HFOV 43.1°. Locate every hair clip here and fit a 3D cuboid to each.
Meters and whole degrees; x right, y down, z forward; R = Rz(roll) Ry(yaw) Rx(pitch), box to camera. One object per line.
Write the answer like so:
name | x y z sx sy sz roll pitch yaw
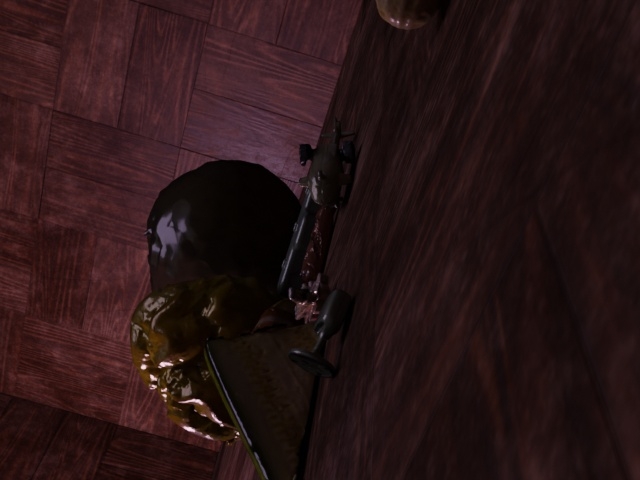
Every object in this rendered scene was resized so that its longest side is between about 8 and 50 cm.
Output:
hair clip | -0.012 0.083 1.132 0.214 0.056 0.062 87 -178 -78

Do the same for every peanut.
peanut | 0.111 -0.312 0.869 0.082 0.082 0.187 155 132 -84

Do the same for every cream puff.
cream puff | -0.195 0.230 1.509 0.324 0.291 0.257 -44 51 43

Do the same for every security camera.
security camera | 0.008 0.097 0.876 0.092 0.058 0.058 -62 -1 -24

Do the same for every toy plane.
toy plane | 0.019 -0.136 1.377 0.286 0.092 0.108 -83 -15 -53

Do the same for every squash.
squash | -0.026 0.221 0.966 0.252 0.169 0.093 56 143 39

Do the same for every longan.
longan | -0.229 0.023 1.895 0.404 0.404 0.436 114 175 -59

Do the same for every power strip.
power strip | -0.021 -0.018 1.525 0.193 0.059 0.265 -125 52 -85

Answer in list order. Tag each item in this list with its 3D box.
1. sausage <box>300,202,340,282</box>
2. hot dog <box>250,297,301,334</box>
sausage | 0.000 0.000 1.364 0.036 0.042 0.158 49 -130 -49
hot dog | -0.084 0.181 1.345 0.261 0.093 0.123 -81 9 -60
